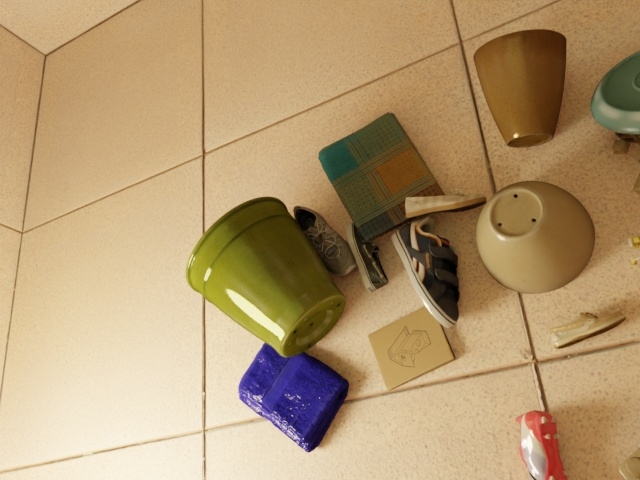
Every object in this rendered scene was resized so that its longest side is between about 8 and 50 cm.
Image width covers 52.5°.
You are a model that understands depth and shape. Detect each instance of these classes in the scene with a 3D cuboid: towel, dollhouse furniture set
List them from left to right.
[{"bbox_3d":[-0.086,0.418,1.820,0.308,0.076,0.227,27,86,37],"label":"towel"},{"bbox_3d":[0.173,-0.190,1.910,0.271,0.040,0.370,-28,57,3],"label":"towel"},{"bbox_3d":[0.772,-0.182,1.552,0.161,0.101,0.181,15,77,61],"label":"dollhouse furniture set"}]

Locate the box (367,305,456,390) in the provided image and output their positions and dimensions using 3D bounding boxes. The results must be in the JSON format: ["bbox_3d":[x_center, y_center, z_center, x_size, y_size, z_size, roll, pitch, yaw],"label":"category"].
[{"bbox_3d":[0.237,0.281,1.710,0.201,0.021,0.164,-30,57,18],"label":"box"}]

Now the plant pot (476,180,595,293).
[{"bbox_3d":[0.498,-0.032,1.576,0.284,0.191,0.284,-13,63,28],"label":"plant pot"}]

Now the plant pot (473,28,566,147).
[{"bbox_3d":[0.532,-0.382,1.702,0.237,0.237,0.254,-8,80,29],"label":"plant pot"}]

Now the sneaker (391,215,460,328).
[{"bbox_3d":[0.299,0.069,1.697,0.127,0.126,0.321,-38,53,20],"label":"sneaker"}]

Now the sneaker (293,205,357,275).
[{"bbox_3d":[0.000,0.000,1.920,0.105,0.115,0.281,-48,53,6],"label":"sneaker"}]

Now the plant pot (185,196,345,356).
[{"bbox_3d":[-0.126,0.127,1.833,0.366,0.366,0.353,-48,65,6],"label":"plant pot"}]

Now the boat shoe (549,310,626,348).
[{"bbox_3d":[0.607,0.193,1.489,0.170,0.063,0.059,-27,64,21],"label":"boat shoe"}]

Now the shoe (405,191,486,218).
[{"bbox_3d":[0.335,-0.105,1.752,0.219,0.076,0.058,-9,82,8],"label":"shoe"}]

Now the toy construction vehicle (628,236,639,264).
[{"bbox_3d":[0.761,0.011,1.488,0.098,0.035,0.085,-11,64,28],"label":"toy construction vehicle"}]

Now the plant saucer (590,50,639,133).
[{"bbox_3d":[0.806,-0.379,1.553,0.318,0.043,0.317,-25,37,21],"label":"plant saucer"}]

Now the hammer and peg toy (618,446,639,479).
[{"bbox_3d":[0.763,0.485,1.185,0.266,0.127,0.361,-46,43,11],"label":"hammer and peg toy"}]

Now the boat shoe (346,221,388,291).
[{"bbox_3d":[0.137,0.038,1.849,0.070,0.078,0.219,-28,65,20],"label":"boat shoe"}]

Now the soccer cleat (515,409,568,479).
[{"bbox_3d":[0.487,0.503,1.433,0.095,0.083,0.248,-30,57,54],"label":"soccer cleat"}]
